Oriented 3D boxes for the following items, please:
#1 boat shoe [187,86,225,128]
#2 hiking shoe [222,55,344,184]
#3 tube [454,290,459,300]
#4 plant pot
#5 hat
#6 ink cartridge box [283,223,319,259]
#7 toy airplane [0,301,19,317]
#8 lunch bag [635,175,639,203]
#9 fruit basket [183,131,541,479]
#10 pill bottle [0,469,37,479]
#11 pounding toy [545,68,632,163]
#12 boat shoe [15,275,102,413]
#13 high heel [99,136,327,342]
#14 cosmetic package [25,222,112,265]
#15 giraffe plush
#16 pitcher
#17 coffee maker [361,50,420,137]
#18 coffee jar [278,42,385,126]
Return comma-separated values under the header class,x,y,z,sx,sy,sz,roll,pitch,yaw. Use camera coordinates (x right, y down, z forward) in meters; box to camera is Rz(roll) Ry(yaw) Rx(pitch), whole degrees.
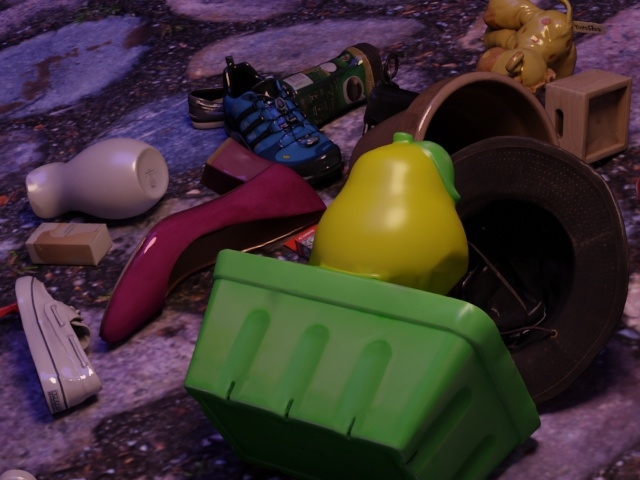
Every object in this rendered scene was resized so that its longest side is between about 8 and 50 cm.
class,x,y,z,sx,sy,sz,roll,pitch,yaw
boat shoe,-0.127,-0.240,2.339,0.206,0.065,0.075,-9,33,8
hiking shoe,-0.076,-0.184,2.166,0.113,0.132,0.304,-30,38,-23
tube,0.156,0.087,1.750,0.207,0.052,0.080,-22,32,-3
plant pot,0.157,-0.090,1.863,0.263,0.263,0.229,-35,21,-29
hat,0.234,0.047,1.647,0.331,0.331,0.134,8,-1,31
ink cartridge box,0.000,0.000,1.955,0.063,0.029,0.115,-32,37,-25
toy airplane,-0.466,0.111,1.965,0.151,0.028,0.151,-10,34,7
lunch bag,0.567,-0.056,1.708,0.293,0.120,0.258,-24,60,-9
fruit basket,0.066,0.084,1.550,0.392,0.283,0.392,-14,46,15
pill bottle,-0.356,0.320,1.566,0.067,0.067,0.120,-10,32,7
pounding toy,0.368,-0.166,1.994,0.130,0.141,0.100,-20,30,-37
boat shoe,-0.349,0.132,1.844,0.084,0.095,0.258,-17,43,-12
high heel,-0.147,0.025,1.925,0.181,0.127,0.377,32,65,5
cosmetic package,-0.380,0.005,2.082,0.115,0.041,0.060,0,35,21
giraffe plush,0.316,-0.276,2.141,0.210,0.181,0.170,-1,43,50
pitcher,-0.332,-0.100,2.169,0.207,0.125,0.178,-7,16,31
coffee maker,0.162,-0.181,2.040,0.178,0.171,0.120,13,25,33
coffee jar,0.021,-0.255,2.276,0.184,0.096,0.079,-27,37,-21
